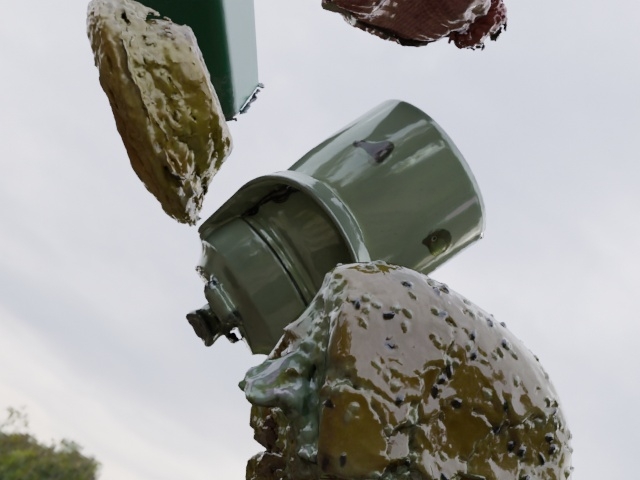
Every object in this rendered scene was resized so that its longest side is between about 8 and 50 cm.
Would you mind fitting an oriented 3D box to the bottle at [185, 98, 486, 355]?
[{"bbox_3d":[0.000,0.000,1.070,0.229,0.351,0.229,52,-16,22],"label":"bottle"}]

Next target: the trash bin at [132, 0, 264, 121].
[{"bbox_3d":[-0.236,-0.407,1.615,0.259,0.295,0.381,0,-59,14],"label":"trash bin"}]

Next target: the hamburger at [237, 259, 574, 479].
[{"bbox_3d":[0.064,0.127,0.705,0.288,0.192,0.167,18,-24,-31],"label":"hamburger"}]

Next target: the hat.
[{"bbox_3d":[0.149,-0.316,1.107,0.236,0.107,0.286,-36,-28,21],"label":"hat"}]

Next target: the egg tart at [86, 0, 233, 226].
[{"bbox_3d":[-0.183,-0.165,1.100,0.294,0.123,0.294,157,-90,-86],"label":"egg tart"}]
